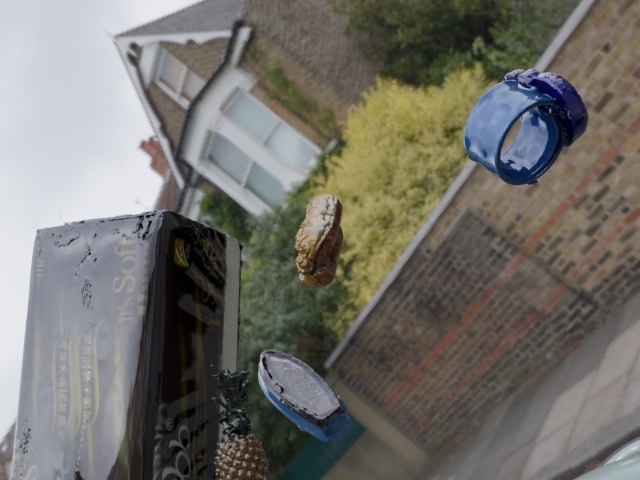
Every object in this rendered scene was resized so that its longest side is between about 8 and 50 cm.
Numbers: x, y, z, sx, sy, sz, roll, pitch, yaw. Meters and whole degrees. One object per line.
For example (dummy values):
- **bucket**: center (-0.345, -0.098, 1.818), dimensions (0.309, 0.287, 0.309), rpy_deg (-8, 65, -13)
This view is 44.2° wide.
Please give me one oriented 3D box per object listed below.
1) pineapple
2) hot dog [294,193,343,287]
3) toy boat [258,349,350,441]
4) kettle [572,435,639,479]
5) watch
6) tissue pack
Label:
- **pineapple**: center (-0.083, 0.186, 0.796), dimensions (0.058, 0.124, 0.058), rpy_deg (-5, -7, -1)
- **hot dog**: center (0.000, 0.000, 0.906), dimensions (0.165, 0.045, 0.071), rpy_deg (-72, -16, -66)
- **toy boat**: center (-0.037, 0.283, 1.438), dimensions (0.100, 0.223, 0.097), rpy_deg (-33, -41, -27)
- **kettle**: center (0.378, 0.314, 0.916), dimensions (0.221, 0.161, 0.236), rpy_deg (-56, 3, -35)
- **watch**: center (0.362, -0.197, 1.422), dimensions (0.200, 0.171, 0.196), rpy_deg (-33, -56, -14)
- **tissue pack**: center (-0.210, 0.157, 0.912), dimensions (0.210, 0.369, 0.198), rpy_deg (-7, -15, 29)
